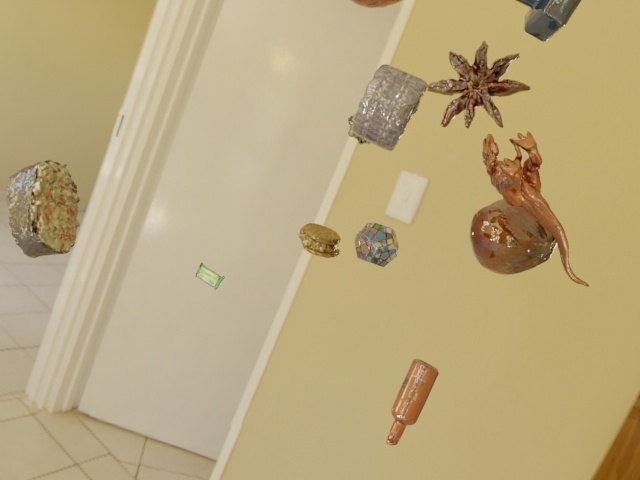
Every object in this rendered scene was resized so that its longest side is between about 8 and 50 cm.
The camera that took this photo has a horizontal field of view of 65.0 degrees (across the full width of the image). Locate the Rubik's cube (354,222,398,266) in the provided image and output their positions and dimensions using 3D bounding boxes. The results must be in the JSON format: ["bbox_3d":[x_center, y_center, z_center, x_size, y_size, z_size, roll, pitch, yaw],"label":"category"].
[{"bbox_3d":[0.132,0.009,1.182,0.111,0.111,0.093,17,29,-32],"label":"Rubik's cube"}]

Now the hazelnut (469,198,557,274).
[{"bbox_3d":[0.517,-0.005,1.355,0.251,0.217,0.217,12,13,-40],"label":"hazelnut"}]

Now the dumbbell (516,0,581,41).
[{"bbox_3d":[0.449,-0.609,1.186,0.316,0.156,0.143,27,16,-4],"label":"dumbbell"}]

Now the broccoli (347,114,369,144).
[{"bbox_3d":[0.116,-0.314,1.420,0.092,0.097,0.095,-9,2,-40],"label":"broccoli"}]

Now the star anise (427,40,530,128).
[{"bbox_3d":[0.433,-0.423,1.400,0.288,0.288,0.088,27,7,29],"label":"star anise"}]

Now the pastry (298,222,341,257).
[{"bbox_3d":[0.000,0.000,1.201,0.109,0.057,0.097,16,17,-3],"label":"pastry"}]

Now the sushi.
[{"bbox_3d":[-0.433,-0.049,0.789,0.078,0.150,0.090,-11,-13,17],"label":"sushi"}]

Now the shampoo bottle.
[{"bbox_3d":[0.250,0.457,1.412,0.085,0.244,0.085,25,-5,2],"label":"shampoo bottle"}]

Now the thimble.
[{"bbox_3d":[0.131,-0.254,0.964,0.097,0.150,0.150,28,9,6],"label":"thimble"}]

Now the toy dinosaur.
[{"bbox_3d":[0.437,-0.111,1.081,0.208,0.097,0.432,58,12,-54],"label":"toy dinosaur"}]

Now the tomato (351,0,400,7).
[{"bbox_3d":[0.117,-0.601,1.062,0.208,0.208,0.184,22,-33,-8],"label":"tomato"}]

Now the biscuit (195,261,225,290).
[{"bbox_3d":[-0.309,0.100,1.395,0.089,0.046,0.016,29,-1,19],"label":"biscuit"}]
